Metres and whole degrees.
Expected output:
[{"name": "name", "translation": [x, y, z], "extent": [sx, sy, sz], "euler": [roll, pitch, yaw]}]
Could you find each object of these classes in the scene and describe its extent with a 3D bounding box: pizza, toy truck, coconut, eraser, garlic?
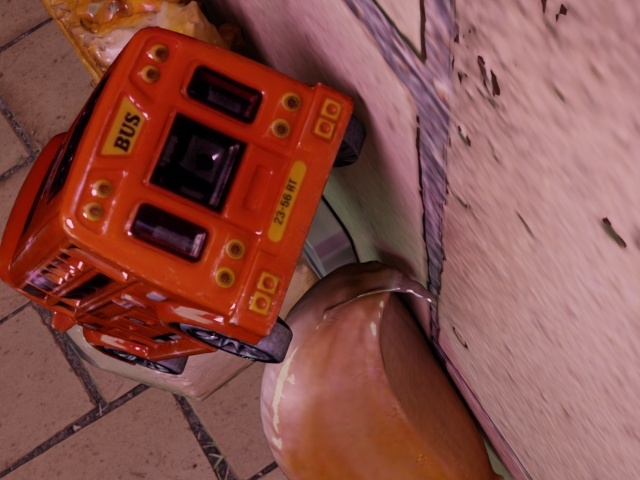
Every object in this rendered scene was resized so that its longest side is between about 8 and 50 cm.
[{"name": "pizza", "translation": [-0.107, -0.121, 0.697], "extent": [0.226, 0.086, 0.335], "euler": [54, 175, -2]}, {"name": "toy truck", "translation": [-0.077, -0.008, 0.519], "extent": [0.114, 0.107, 0.252], "euler": [23, 165, -17]}, {"name": "coconut", "translation": [-0.140, 0.036, 1.115], "extent": [0.239, 0.244, 0.239], "euler": [57, 176, 6]}, {"name": "eraser", "translation": [0.000, 0.000, 0.781], "extent": [0.065, 0.026, 0.105], "euler": [58, 176, 23]}, {"name": "garlic", "translation": [0.020, 0.089, 0.655], "extent": [0.207, 0.115, 0.128], "euler": [64, 178, -37]}]
